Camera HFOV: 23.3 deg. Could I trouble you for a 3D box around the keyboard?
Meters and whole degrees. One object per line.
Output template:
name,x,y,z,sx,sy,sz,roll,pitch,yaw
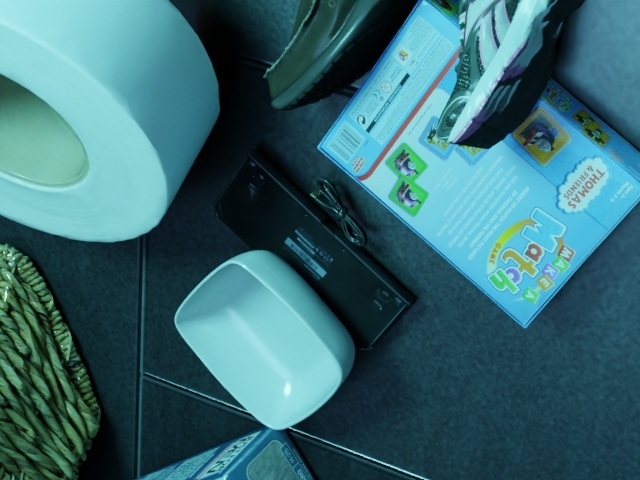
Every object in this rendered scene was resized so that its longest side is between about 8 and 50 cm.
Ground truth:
keyboard,0.000,0.000,1.261,0.180,0.023,0.108,43,134,5

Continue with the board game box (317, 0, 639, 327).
board game box,0.120,-0.060,1.147,0.211,0.039,0.160,42,126,8

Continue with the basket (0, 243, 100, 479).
basket,-0.355,0.162,1.506,0.299,0.223,0.213,-15,138,35

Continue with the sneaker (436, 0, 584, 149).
sneaker,0.124,-0.148,1.069,0.077,0.072,0.178,31,91,30

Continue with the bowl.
bowl,-0.039,0.077,1.289,0.142,0.053,0.142,48,140,1

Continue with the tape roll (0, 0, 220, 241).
tape roll,-0.226,-0.123,1.209,0.286,0.100,0.286,20,151,12

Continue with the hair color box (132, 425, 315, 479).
hair color box,-0.138,0.309,1.440,0.347,0.105,0.174,-26,99,37

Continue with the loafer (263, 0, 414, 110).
loafer,0.024,-0.183,1.130,0.078,0.080,0.220,50,123,13
